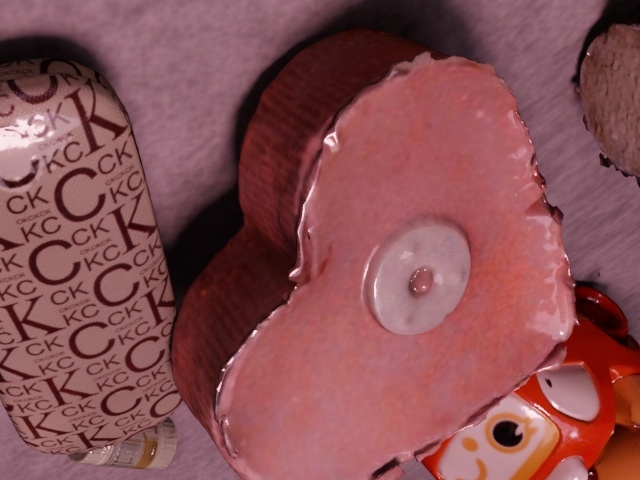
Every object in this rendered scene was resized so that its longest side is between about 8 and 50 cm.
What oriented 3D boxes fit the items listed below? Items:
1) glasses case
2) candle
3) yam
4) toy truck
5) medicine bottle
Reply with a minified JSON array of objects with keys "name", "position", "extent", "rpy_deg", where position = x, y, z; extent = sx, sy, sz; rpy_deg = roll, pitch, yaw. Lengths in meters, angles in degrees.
[{"name":"glasses case","position":[-0.169,0.029,0.761],"extent":[0.137,0.085,0.355],"rpy_deg":[-19,142,-13]},{"name":"candle","position":[0.052,0.018,0.804],"extent":[0.287,0.131,0.317],"rpy_deg":[9,109,-31]},{"name":"yam","position":[0.331,-0.116,0.876],"extent":[0.279,0.131,0.131],"rpy_deg":[-9,139,-27]},{"name":"toy truck","position":[0.215,0.176,1.038],"extent":[0.264,0.239,0.189],"rpy_deg":[3,132,-33]},{"name":"medicine bottle","position":[-0.165,0.165,0.951],"extent":[0.083,0.047,0.047],"rpy_deg":[16,125,-42]}]
